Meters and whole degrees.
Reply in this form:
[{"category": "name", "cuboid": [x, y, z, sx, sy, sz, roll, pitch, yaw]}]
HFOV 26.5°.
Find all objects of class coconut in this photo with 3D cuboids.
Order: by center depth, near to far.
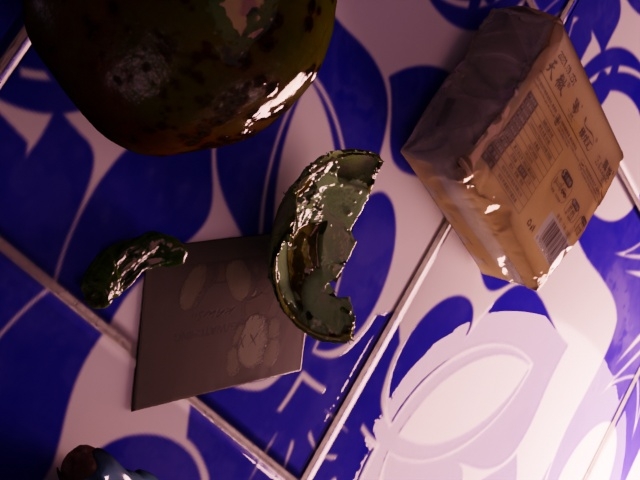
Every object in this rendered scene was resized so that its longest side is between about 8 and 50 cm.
[{"category": "coconut", "cuboid": [-0.002, -0.002, 1.090, 0.133, 0.055, 0.158, 21, 86, -50]}]

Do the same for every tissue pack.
[{"category": "tissue pack", "cuboid": [0.183, -0.083, 1.259, 0.186, 0.090, 0.222, -57, 138, -15]}]

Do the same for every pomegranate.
[{"category": "pomegranate", "cuboid": [-0.091, -0.152, 0.861, 0.198, 0.246, 0.198, -2, 98, -12]}]

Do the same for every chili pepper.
[{"category": "chili pepper", "cuboid": [-0.136, 0.018, 0.969, 0.091, 0.034, 0.030, -33, 160, -38]}]

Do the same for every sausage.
[{"category": "sausage", "cuboid": [-0.139, 0.209, 1.020, 0.043, 0.043, 0.186, -54, 137, -21]}]

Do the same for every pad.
[{"category": "pad", "cuboid": [-0.072, 0.058, 1.076, 0.190, 0.004, 0.127, -8, 109, -48]}]

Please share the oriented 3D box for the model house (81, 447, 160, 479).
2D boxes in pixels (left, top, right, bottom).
[{"category": "model house", "cuboid": [-0.162, 0.322, 0.871, 0.303, 0.215, 0.237, -41, 157, -2]}]
